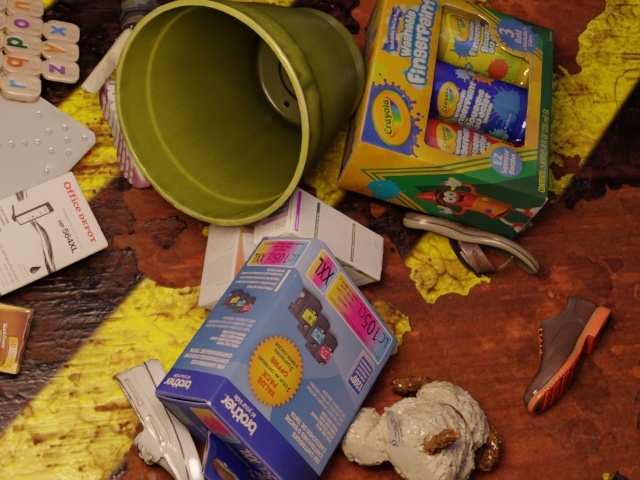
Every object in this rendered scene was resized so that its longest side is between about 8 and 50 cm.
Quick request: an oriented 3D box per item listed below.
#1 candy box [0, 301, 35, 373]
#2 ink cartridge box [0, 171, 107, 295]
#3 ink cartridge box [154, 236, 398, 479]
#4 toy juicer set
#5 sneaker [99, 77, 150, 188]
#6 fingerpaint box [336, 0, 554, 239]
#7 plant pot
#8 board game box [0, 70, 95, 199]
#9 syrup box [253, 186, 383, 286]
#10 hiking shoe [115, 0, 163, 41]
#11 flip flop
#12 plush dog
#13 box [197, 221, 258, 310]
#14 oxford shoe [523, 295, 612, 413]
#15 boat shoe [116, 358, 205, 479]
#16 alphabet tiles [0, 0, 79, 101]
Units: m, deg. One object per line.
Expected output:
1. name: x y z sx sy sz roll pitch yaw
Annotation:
1. candy box: -0.572 0.144 1.514 0.186 0.053 0.109 13 87 -8
2. ink cartridge box: -0.488 -0.011 1.573 0.203 0.086 0.148 -29 97 -32
3. ink cartridge box: -0.076 0.226 1.491 0.270 0.151 0.395 52 58 -30
4. toy juicer set: -0.272 -0.310 1.741 0.329 0.089 0.209 23 53 -33
5. sneaker: -0.339 -0.209 1.747 0.104 0.095 0.236 -9 66 -26
6. fingerpaint box: 0.256 -0.270 1.830 0.371 0.163 0.445 17 57 -8
7. plant pot: -0.099 -0.260 1.611 0.366 0.366 0.353 41 36 8
8. board game box: -0.673 -0.150 1.658 0.390 0.050 0.390 33 61 4
9. syrup box: 0.000 0.000 1.654 0.237 0.093 0.096 30 55 -37
10. hiking shoe: -0.295 -0.417 1.873 0.227 0.086 0.114 8 76 -3
11. flip flop: 0.285 0.017 1.781 0.277 0.112 0.080 18 87 -6
12. plush dog: 0.195 0.322 1.571 0.262 0.210 0.225 44 36 8
13. box: -0.128 0.050 1.635 0.130 0.091 0.170 29 54 -39
14. oxford shoe: 0.439 0.210 1.734 0.098 0.097 0.271 29 55 25
15. boat shoe: -0.258 0.319 1.501 0.088 0.096 0.267 -19 69 -17
16. alphabet tiles: -0.599 -0.374 1.762 0.278 0.021 0.284 6 50 -22
